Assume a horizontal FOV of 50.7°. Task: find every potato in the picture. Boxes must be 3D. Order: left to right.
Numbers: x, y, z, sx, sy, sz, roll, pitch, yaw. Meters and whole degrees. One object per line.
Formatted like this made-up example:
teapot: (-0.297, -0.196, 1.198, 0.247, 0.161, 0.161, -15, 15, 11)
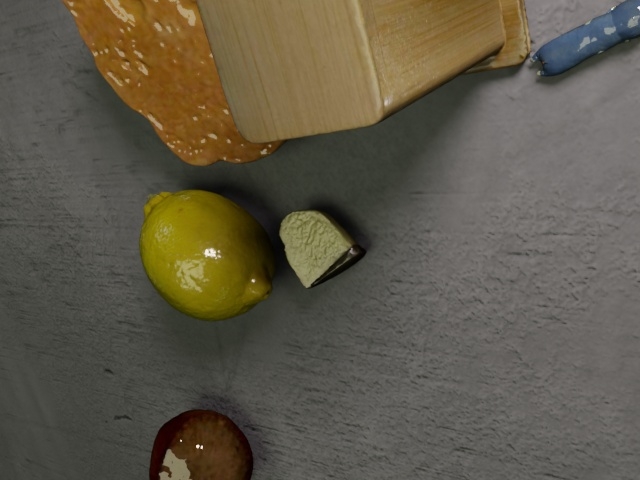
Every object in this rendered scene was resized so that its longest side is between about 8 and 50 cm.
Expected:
potato: (0.000, 0.000, 0.938, 0.096, 0.066, 0.103, -34, 82, 19)

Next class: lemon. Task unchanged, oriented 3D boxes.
lemon: (-0.171, 0.019, 0.995, 0.248, 0.184, 0.184, 38, 131, 21)

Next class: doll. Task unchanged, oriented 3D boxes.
doll: (0.263, -0.196, 0.659, 0.125, 0.027, 0.037, -21, 100, 45)

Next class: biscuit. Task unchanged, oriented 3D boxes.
biscuit: (-0.155, -0.260, 0.840, 0.351, 0.057, 0.312, 45, 128, -10)

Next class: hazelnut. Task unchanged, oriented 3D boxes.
hazelnut: (-0.224, 0.412, 1.269, 0.208, 0.208, 0.208, 18, 123, 29)

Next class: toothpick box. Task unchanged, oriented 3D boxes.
toothpick box: (0.048, -0.210, 0.621, 0.190, 0.308, 0.187, -1, 114, 35)
